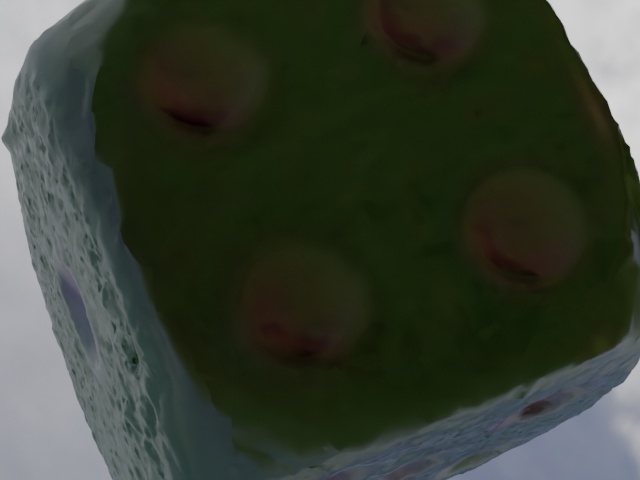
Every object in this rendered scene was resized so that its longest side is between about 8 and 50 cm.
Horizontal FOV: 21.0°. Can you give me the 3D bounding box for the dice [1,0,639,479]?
[{"bbox_3d":[0.000,0.000,1.090,0.330,0.318,0.322,-20,-105,-18],"label":"dice"}]
